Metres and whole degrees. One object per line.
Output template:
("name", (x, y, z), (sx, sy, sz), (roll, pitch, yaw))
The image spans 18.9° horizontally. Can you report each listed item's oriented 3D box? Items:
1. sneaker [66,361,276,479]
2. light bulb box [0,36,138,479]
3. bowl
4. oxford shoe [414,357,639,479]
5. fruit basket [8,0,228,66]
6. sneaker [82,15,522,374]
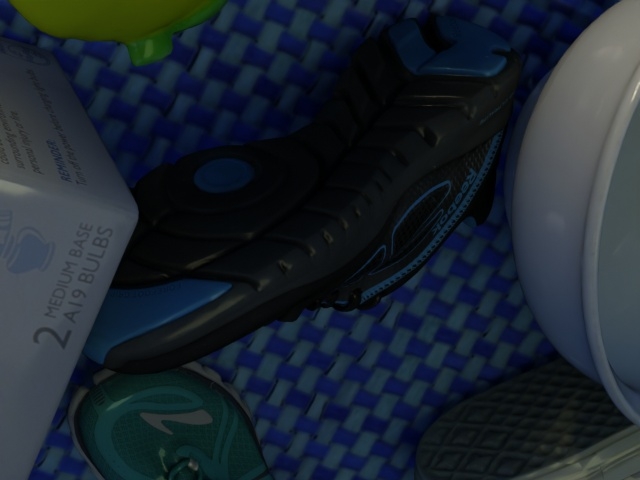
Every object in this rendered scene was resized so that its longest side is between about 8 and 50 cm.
("sneaker", (-0.061, 0.181, 1.239), (0.107, 0.110, 0.275), (-35, 121, -1))
("light bulb box", (-0.342, 0.044, 1.004), (0.361, 0.225, 0.358), (15, 109, -27))
("bowl", (0.207, -0.037, 1.187), (0.298, 0.134, 0.298), (-19, 117, -43))
("oxford shoe", (0.285, 0.122, 1.307), (0.449, 0.169, 0.130), (-21, 118, -1))
("fruit basket", (-0.134, -0.274, 0.839), (0.392, 0.392, 0.283), (34, 100, -30))
("sneaker", (0.000, 0.000, 1.111), (0.341, 0.125, 0.139), (-33, 137, -33))
